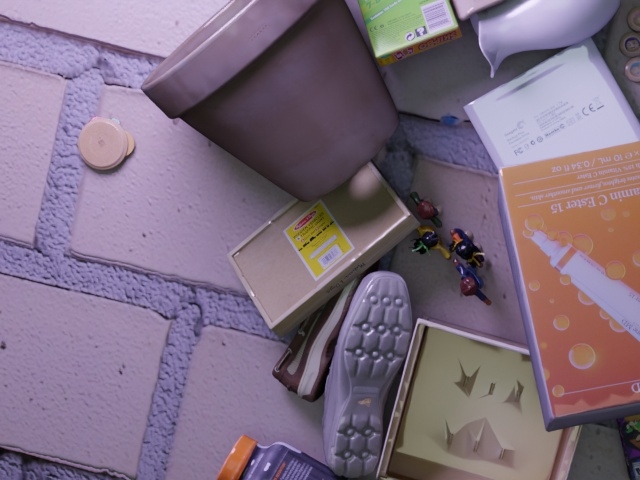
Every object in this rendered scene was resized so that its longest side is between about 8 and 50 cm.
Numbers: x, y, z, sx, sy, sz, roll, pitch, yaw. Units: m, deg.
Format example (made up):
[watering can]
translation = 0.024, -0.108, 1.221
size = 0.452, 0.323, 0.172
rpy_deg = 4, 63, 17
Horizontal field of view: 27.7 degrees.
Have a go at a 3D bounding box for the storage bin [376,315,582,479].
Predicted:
[storage bin]
translation = 0.239, 0.267, 1.902
size = 0.262, 0.123, 0.260
rpy_deg = 15, 95, 6

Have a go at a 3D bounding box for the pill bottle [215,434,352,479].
[pill bottle]
translation = -0.034, 0.387, 1.944
size = 0.246, 0.130, 0.130
rpy_deg = 29, 97, 5

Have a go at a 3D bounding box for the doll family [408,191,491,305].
[doll family]
translation = 0.190, 0.013, 1.899
size = 0.193, 0.111, 0.076
rpy_deg = 39, 98, 4

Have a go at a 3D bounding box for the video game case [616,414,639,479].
[video game case]
translation = 0.542, 0.239, 1.868
size = 0.232, 0.042, 0.210
rpy_deg = -13, 111, 8

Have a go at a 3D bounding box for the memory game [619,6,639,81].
[memory game]
translation = 0.528, -0.283, 1.884
size = 0.186, 0.012, 0.186
rpy_deg = 1, 94, 8

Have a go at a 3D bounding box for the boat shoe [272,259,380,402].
[boat shoe]
translation = 0.000, 0.110, 1.944
size = 0.095, 0.095, 0.257
rpy_deg = 26, 95, 16

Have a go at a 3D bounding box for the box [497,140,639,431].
[box]
translation = 0.377, 0.064, 1.754
size = 0.215, 0.168, 0.345
rpy_deg = -12, 75, 4

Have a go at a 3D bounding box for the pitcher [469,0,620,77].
[pitcher]
translation = 0.307, -0.347, 1.865
size = 0.207, 0.125, 0.177
rpy_deg = -25, 59, 5

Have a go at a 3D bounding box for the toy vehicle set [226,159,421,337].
[toy vehicle set]
translation = 0.000, 0.000, 1.918
size = 0.267, 0.035, 0.166
rpy_deg = -39, 51, 8

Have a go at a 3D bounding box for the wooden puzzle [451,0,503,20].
[wooden puzzle]
translation = 0.271, -0.444, 1.833
size = 0.239, 0.044, 0.221
rpy_deg = -25, 57, 16

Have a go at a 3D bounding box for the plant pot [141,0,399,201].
[plant pot]
translation = -0.044, -0.219, 1.843
size = 0.323, 0.323, 0.280
rpy_deg = -40, 103, 8

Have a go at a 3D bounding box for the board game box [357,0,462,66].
[board game box]
translation = 0.109, -0.378, 1.876
size = 0.124, 0.039, 0.259
rpy_deg = -20, 62, 9

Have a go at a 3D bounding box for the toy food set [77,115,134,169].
[toy food set]
translation = -0.336, -0.151, 2.010
size = 0.083, 0.020, 0.082
rpy_deg = -44, 87, 9

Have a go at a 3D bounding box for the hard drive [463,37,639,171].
[hard drive]
translation = 0.379, -0.108, 1.901
size = 0.210, 0.040, 0.318
rpy_deg = -29, 89, 8

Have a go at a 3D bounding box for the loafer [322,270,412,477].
[loafer]
translation = 0.059, 0.191, 1.913
size = 0.112, 0.111, 0.319
rpy_deg = 10, 104, -16
